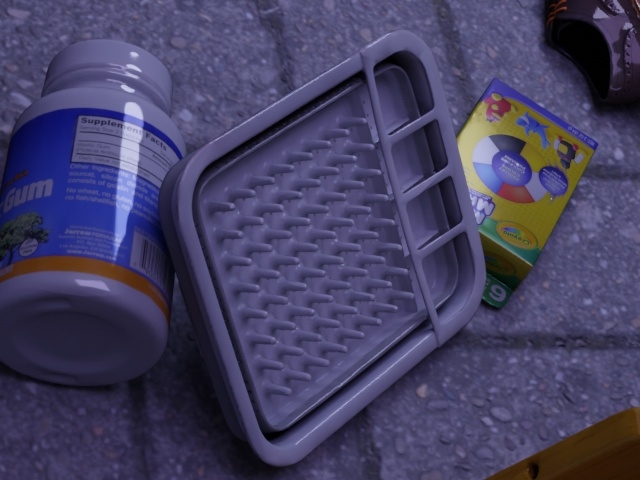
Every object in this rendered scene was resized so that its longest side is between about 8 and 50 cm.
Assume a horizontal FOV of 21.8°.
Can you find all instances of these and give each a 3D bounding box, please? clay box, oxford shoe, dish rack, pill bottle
[{"bbox_3d":[0.172,-0.047,1.607,0.127,0.053,0.222,32,50,1],"label":"clay box"},{"bbox_3d":[0.283,-0.266,1.784,0.098,0.097,0.271,-17,65,-25],"label":"oxford shoe"},{"bbox_3d":[0.000,0.000,1.407,0.333,0.072,0.286,-36,119,-41],"label":"dish rack"},{"bbox_3d":[-0.190,-0.030,1.373,0.152,0.152,0.272,13,53,-15],"label":"pill bottle"}]

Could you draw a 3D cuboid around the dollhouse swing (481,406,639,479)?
[{"bbox_3d":[0.167,0.296,1.227,0.305,0.315,0.347,24,48,-33],"label":"dollhouse swing"}]
